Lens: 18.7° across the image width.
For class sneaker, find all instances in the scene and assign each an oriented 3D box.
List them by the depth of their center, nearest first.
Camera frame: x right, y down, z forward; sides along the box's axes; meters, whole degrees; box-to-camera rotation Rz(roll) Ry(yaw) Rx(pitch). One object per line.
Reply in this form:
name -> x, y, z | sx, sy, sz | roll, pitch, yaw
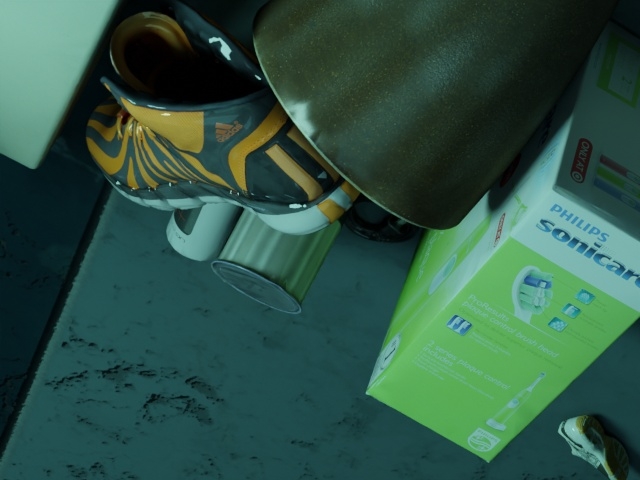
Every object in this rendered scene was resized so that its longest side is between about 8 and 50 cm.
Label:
sneaker -> -0.110, -0.112, 1.476 | 0.321, 0.125, 0.180 | 10, 152, 50
sneaker -> 0.249, 0.190, 1.769 | 0.037, 0.032, 0.083 | -13, 123, 47

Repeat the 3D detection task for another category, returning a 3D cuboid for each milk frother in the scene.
milk frother -> 0.000, 0.000, 1.597 | 0.143, 0.135, 0.129 | 29, 166, -5

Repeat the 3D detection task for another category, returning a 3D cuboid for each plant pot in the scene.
plant pot -> 0.107, -0.162, 1.377 | 0.215, 0.215, 0.230 | 39, 116, -18

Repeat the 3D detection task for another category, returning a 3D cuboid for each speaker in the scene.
speaker -> -0.087, -0.044, 1.645 | 0.055, 0.055, 0.136 | 24, 136, -4

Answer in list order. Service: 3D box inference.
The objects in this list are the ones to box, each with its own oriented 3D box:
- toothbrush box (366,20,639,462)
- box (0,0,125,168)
toothbrush box -> 0.170, 0.003, 1.488 | 0.122, 0.206, 0.283 | 31, 136, -9
box -> -0.199, -0.197, 1.426 | 0.121, 0.148, 0.311 | 28, 148, -7
